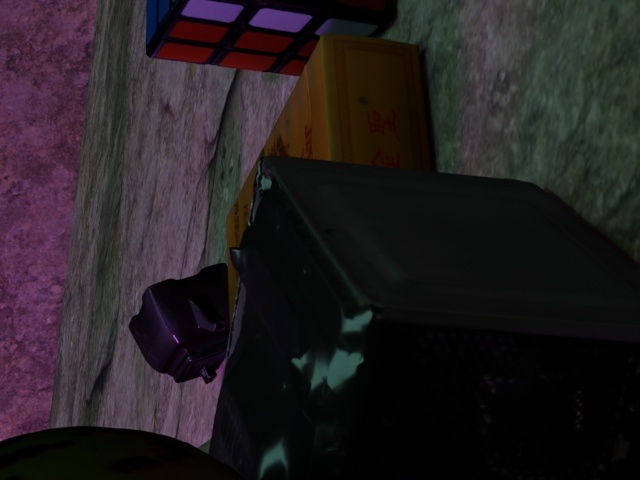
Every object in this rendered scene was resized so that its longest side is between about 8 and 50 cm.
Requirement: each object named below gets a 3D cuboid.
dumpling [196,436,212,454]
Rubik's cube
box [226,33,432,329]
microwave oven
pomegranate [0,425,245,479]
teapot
[{"bbox_3d":[-0.086,0.234,0.994,0.318,0.243,0.187,-100,-2,-71],"label":"dumpling"},{"bbox_3d":[-0.042,-0.227,1.114,0.160,0.163,0.162,150,125,-70],"label":"Rubik's cube"},{"bbox_3d":[0.000,0.000,1.055,0.274,0.076,0.174,123,146,-58],"label":"box"},{"bbox_3d":[0.034,0.131,0.721,0.237,0.181,0.295,-123,41,-65],"label":"microwave oven"},{"bbox_3d":[-0.087,0.187,0.573,0.263,0.211,0.211,70,-171,-51],"label":"pomegranate"},{"bbox_3d":[-0.126,0.095,1.447,0.096,0.087,0.177,65,155,14],"label":"teapot"}]
